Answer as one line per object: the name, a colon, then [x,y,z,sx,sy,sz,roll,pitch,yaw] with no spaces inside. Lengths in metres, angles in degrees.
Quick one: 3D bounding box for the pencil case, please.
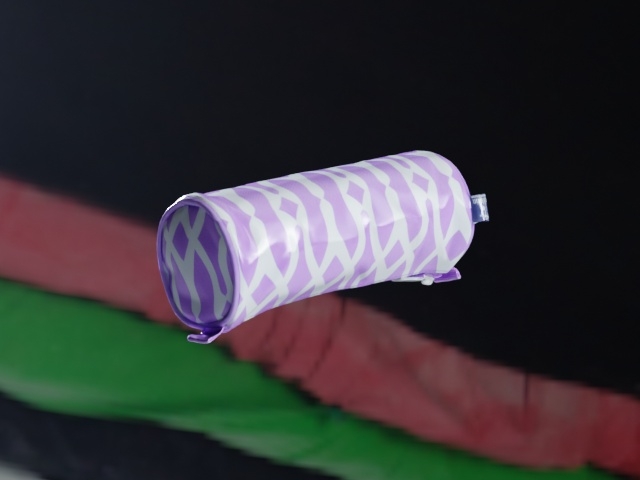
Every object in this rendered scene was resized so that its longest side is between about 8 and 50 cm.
pencil case: [0.000,0.000,1.156,0.206,0.088,0.086,-11,10,-36]
